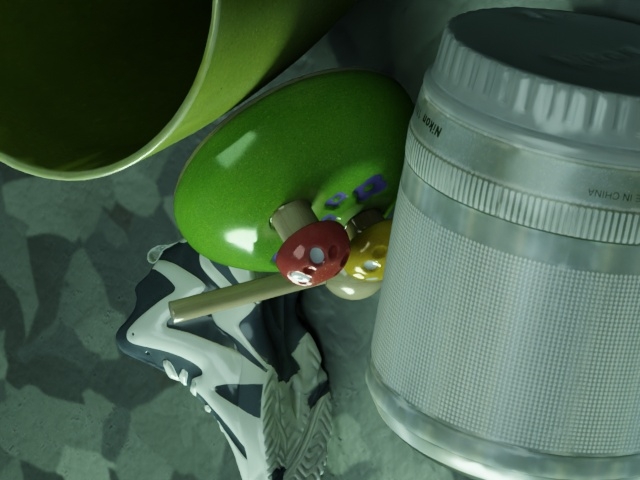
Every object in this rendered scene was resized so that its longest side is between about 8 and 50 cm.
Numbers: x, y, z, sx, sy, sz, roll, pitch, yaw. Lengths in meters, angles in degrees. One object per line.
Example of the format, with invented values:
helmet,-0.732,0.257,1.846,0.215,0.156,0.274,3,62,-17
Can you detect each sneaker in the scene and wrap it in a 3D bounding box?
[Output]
sneaker,-0.084,0.101,1.527,0.153,0.094,0.235,-6,98,37

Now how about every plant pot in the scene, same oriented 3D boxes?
plant pot,-0.092,-0.202,1.326,0.275,0.293,0.275,10,108,32

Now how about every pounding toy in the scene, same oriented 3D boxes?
pounding toy,0.000,0.000,1.345,0.110,0.183,0.237,60,155,29

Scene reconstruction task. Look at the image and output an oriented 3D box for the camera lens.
camera lens,0.153,0.010,1.256,0.219,0.219,0.274,22,114,29
